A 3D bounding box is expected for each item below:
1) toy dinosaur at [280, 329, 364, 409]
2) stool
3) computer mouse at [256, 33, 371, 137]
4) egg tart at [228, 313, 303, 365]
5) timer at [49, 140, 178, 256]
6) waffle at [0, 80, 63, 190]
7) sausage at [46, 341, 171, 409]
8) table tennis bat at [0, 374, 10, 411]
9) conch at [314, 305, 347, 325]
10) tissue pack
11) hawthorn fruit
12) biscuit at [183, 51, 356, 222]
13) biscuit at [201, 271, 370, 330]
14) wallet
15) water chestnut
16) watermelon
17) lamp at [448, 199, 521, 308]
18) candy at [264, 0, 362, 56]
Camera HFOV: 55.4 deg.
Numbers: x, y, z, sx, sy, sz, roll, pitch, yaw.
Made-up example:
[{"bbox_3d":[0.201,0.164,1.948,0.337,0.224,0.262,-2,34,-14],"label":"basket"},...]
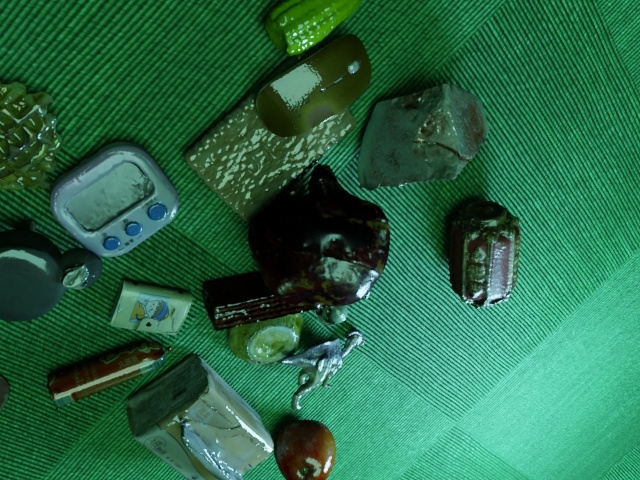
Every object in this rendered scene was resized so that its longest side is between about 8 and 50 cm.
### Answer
[{"bbox_3d":[0.004,0.306,1.528,0.294,0.077,0.162,-19,131,-54],"label":"toy dinosaur"},{"bbox_3d":[-0.530,0.057,1.122,0.227,0.139,0.153,15,111,-30],"label":"stool"},{"bbox_3d":[-0.007,-0.294,1.165,0.245,0.056,0.126,-33,126,-8],"label":"computer mouse"},{"bbox_3d":[-0.126,0.233,1.454,0.197,0.078,0.197,-10,122,-17],"label":"egg tart"},{"bbox_3d":[-0.386,-0.078,1.155,0.208,0.069,0.191,-34,127,-2],"label":"timer"},{"bbox_3d":[-0.554,-0.176,1.028,0.223,0.054,0.204,1,117,-24],"label":"waffle"},{"bbox_3d":[-0.453,0.284,1.335,0.263,0.083,0.083,-19,125,-16],"label":"sausage"},{"bbox_3d":[-0.746,0.363,1.278,0.131,0.022,0.235,25,104,-34],"label":"table tennis bat"},{"bbox_3d":[0.025,0.167,1.499,0.076,0.056,0.085,-28,95,12],"label":"conch"},{"bbox_3d":[-0.269,0.464,1.432,0.238,0.238,0.306,-35,127,-3],"label":"tissue pack"},{"bbox_3d":[-0.042,0.570,1.631,0.172,0.173,0.173,-11,122,-19],"label":"hawthorn fruit"},{"bbox_3d":[-0.095,-0.204,1.228,0.325,0.044,0.217,-43,124,1],"label":"biscuit"},{"bbox_3d":[-0.069,0.113,1.390,0.387,0.107,0.073,-11,123,-19],"label":"biscuit"},{"bbox_3d":[-0.365,0.148,1.315,0.155,0.039,0.110,15,110,-30],"label":"wallet"},{"bbox_3d":[0.000,0.000,1.253,0.288,0.289,0.244,-26,127,-9],"label":"water chestnut"},{"bbox_3d":[0.229,-0.206,1.286,0.309,0.232,0.193,-7,87,-2],"label":"watermelon"},{"bbox_3d":[0.412,0.036,1.538,0.176,0.177,0.274,-17,122,-15],"label":"lamp"},{"bbox_3d":[-0.001,-0.422,1.118,0.209,0.097,0.097,-34,127,-7],"label":"candy"}]
